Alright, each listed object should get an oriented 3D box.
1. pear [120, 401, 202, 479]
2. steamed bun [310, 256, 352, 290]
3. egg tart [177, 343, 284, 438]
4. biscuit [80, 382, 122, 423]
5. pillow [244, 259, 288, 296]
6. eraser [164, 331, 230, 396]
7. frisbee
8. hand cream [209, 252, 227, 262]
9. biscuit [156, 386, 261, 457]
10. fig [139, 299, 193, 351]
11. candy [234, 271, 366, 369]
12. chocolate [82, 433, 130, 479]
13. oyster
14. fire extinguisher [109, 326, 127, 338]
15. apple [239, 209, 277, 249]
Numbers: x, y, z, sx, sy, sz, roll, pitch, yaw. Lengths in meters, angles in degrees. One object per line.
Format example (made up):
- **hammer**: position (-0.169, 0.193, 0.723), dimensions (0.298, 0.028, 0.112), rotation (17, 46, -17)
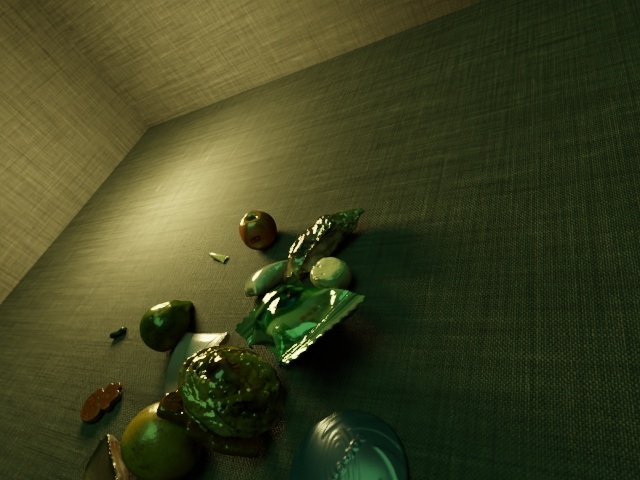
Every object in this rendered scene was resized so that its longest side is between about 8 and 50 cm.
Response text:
- **pear**: position (-0.418, 0.529, 1.141), dimensions (0.209, 0.208, 0.208), rotation (-21, 40, 19)
- **steamed bun**: position (0.039, 0.111, 1.314), dimensions (0.130, 0.090, 0.112), rotation (13, 51, 45)
- **egg tart**: position (-0.217, 0.369, 1.114), dimensions (0.297, 0.298, 0.132), rotation (-110, 38, -51)
- **biscuit**: position (-0.765, 0.567, 1.511), dimensions (0.175, 0.026, 0.124), rotation (-31, 39, 8)
- **pillow**: position (-0.181, 0.125, 1.412), dimensions (0.144, 0.078, 0.254), rotation (-41, 4, -18)
- **eraser**: position (-0.414, 0.403, 1.385), dimensions (0.205, 0.059, 0.243), rotation (-6, 44, 33)
- **frisbee**: position (0.046, 0.504, 0.933), dimensions (0.290, 0.049, 0.289), rotation (-21, 40, 19)
- **hand cream**: position (-0.421, 0.068, 1.773), dimensions (0.102, 0.022, 0.035), rotation (13, 58, 38)
- **biscuit**: position (-0.263, 0.449, 1.124), dimensions (0.301, 0.278, 0.043), rotation (40, 121, 33)
- **fig**: position (-0.546, 0.280, 1.530), dimensions (0.167, 0.167, 0.233), rotation (-26, 37, 14)
- **candy**: position (-0.065, 0.215, 1.178), dimensions (0.262, 0.172, 0.398), rotation (-50, 15, -19)
- **chocolate**: position (-0.587, 0.682, 1.209), dimensions (0.161, 0.083, 0.261), rotation (-56, 38, 3)
- **oyster**: position (-0.003, -0.001, 1.446), dimensions (0.341, 0.110, 0.166), rotation (-40, 30, 17)
- **fire extinguisher**: position (-0.815, 0.370, 1.757), dimensions (0.083, 0.025, 0.038), rotation (-28, 15, 11)
- **apple**: position (-0.242, -0.044, 1.660), dimensions (0.147, 0.130, 0.146), rotation (-18, 38, 15)
